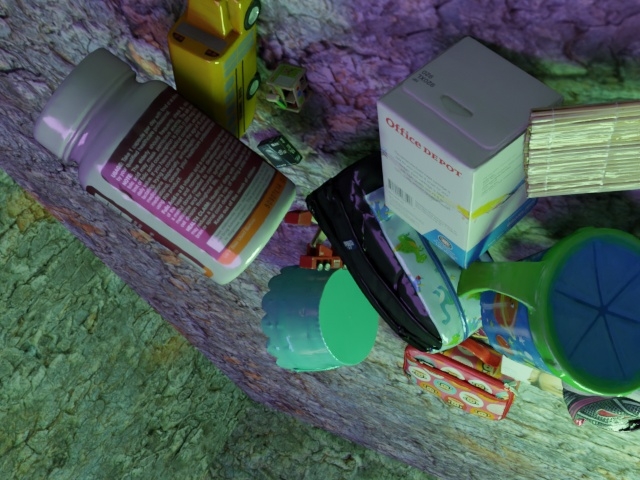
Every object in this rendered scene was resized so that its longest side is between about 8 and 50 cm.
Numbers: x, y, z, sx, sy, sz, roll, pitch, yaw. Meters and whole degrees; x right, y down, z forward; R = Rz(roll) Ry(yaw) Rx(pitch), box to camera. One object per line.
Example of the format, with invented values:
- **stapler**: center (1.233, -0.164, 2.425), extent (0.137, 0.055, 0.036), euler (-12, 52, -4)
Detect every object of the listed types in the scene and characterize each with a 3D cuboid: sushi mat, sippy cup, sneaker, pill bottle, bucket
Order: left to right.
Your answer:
- **pill bottle**: center (-0.256, -0.123, 1.113), extent (0.392, 0.224, 0.224), euler (38, 155, -13)
- **bucket**: center (0.006, 0.190, 1.648), extent (0.183, 0.281, 0.281), euler (-7, 136, 39)
- **sippy cup**: center (0.368, 0.109, 1.012), extent (0.306, 0.240, 0.224), euler (54, 163, -4)
- **sneaker**: center (0.503, 0.254, 1.048), extent (0.299, 0.120, 0.112), euler (164, 96, -74)
- **sushi mat**: center (0.399, -0.110, 0.764), extent (0.316, 0.019, 0.151), euler (-3, 146, 15)

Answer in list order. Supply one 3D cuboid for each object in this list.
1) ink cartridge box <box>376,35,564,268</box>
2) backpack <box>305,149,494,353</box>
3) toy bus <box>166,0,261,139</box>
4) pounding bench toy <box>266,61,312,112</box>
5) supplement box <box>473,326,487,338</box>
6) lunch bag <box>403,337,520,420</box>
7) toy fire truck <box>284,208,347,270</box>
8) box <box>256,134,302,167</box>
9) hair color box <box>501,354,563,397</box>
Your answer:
- **ink cartridge box**: center (0.199, -0.117, 0.914), extent (0.171, 0.168, 0.233), euler (43, 163, 28)
- **backpack**: center (0.161, 0.027, 1.177), extent (0.356, 0.273, 0.290), euler (69, 160, 4)
- **toy bus**: center (-0.179, -0.298, 1.126), extent (0.108, 0.130, 0.333), euler (29, 156, 9)
- **pounding bench toy**: center (-0.059, -0.248, 1.130), extent (0.052, 0.083, 0.065), euler (20, 152, 25)
- **supplement box**: center (0.347, 0.170, 1.458), extent (0.043, 0.055, 0.083), euler (3, 142, 48)
- **lunch bag**: center (0.357, 0.319, 1.664), extent (0.293, 0.120, 0.258), euler (22, 150, 19)
- **toy fire truck**: center (0.000, 0.000, 1.506), extent (0.047, 0.135, 0.192), euler (6, -176, 44)
- **box**: center (-0.084, -0.182, 1.363), extent (0.067, 0.018, 0.083), euler (46, 153, -27)
- **hair color box**: center (0.463, 0.188, 1.290), extent (0.185, 0.110, 0.339), euler (20, 154, 24)
